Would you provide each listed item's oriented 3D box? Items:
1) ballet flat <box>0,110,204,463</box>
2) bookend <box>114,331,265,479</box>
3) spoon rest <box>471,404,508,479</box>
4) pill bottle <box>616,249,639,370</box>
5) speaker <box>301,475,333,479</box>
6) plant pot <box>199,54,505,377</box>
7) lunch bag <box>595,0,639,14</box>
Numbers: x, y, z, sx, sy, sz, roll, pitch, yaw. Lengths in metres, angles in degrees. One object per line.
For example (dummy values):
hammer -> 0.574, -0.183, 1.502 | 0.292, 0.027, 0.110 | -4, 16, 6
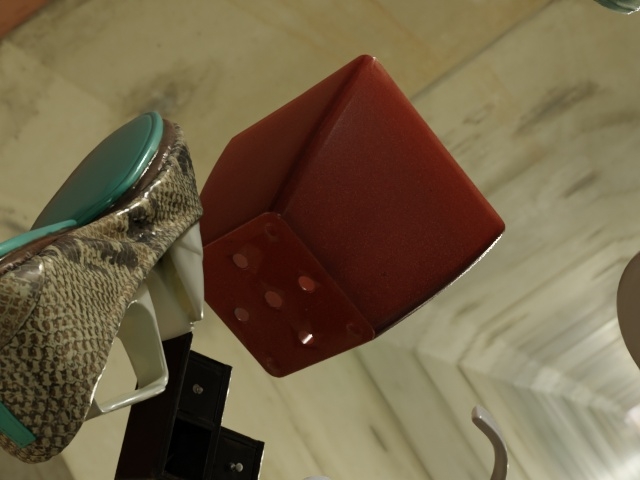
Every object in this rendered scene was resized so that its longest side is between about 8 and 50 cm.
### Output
ballet flat -> -0.178, 0.039, 1.002 | 0.164, 0.182, 0.483 | -32, 12, 16
bookend -> -0.119, 0.196, 1.304 | 0.072, 0.156, 0.157 | -12, -32, 44
spoon rest -> 0.124, 0.320, 1.423 | 0.276, 0.084, 0.137 | -52, 0, 11
pill bottle -> 0.328, -0.001, 0.795 | 0.272, 0.152, 0.152 | -36, -16, -29
speaker -> 0.012, 0.247, 1.031 | 0.055, 0.055, 0.136 | -31, 20, -7
plant pot -> 0.000, 0.000, 1.410 | 0.267, 0.267, 0.236 | -27, 19, 43
lunch bag -> 0.271, -0.285, 0.789 | 0.223, 0.160, 0.262 | -18, 47, 65
